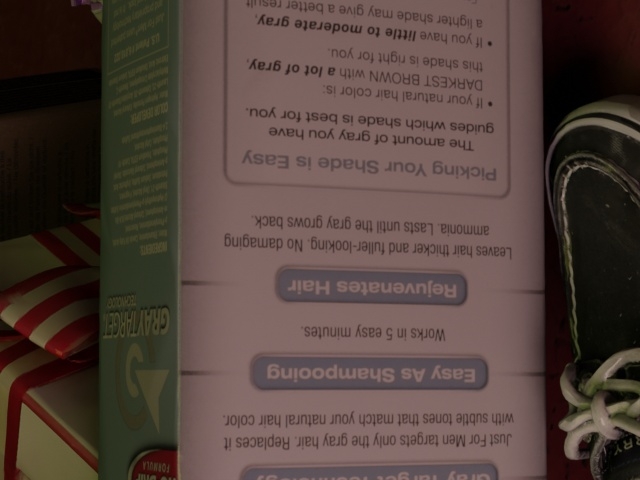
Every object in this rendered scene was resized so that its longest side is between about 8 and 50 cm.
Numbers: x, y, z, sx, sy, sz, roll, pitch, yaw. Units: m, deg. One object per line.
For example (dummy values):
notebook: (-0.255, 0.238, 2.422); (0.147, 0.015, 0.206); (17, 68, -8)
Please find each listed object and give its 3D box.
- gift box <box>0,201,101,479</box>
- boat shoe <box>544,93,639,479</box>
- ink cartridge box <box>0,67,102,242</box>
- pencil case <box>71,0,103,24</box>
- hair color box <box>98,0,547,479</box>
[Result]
gift box: (-0.114, 0.114, 1.051); (0.276, 0.255, 0.258); (32, 125, 35)
boat shoe: (0.160, 0.080, 0.822); (0.113, 0.105, 0.306); (-29, 77, 50)
ink cartridge box: (-0.200, 0.020, 1.177); (0.088, 0.193, 0.234); (25, 118, 45)
pencil case: (-0.053, -0.134, 1.040); (0.206, 0.088, 0.086); (22, 118, 45)
hair color box: (0.000, 0.000, 0.861); (0.113, 0.185, 0.374); (-10, 79, 64)
